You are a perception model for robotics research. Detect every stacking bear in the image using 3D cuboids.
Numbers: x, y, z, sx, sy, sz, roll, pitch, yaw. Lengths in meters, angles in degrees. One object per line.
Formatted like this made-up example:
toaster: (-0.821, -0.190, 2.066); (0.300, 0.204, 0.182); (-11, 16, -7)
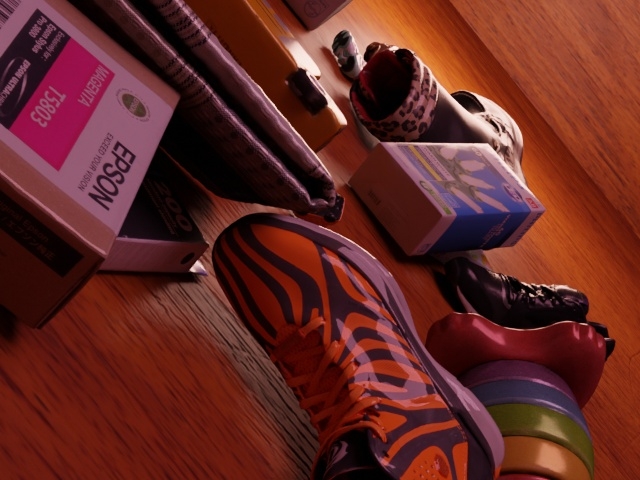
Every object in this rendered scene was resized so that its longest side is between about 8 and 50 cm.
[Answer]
stacking bear: (0.180, 0.226, 1.317); (0.289, 0.175, 0.164); (-85, 179, -50)

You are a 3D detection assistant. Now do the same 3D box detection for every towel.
towel: (-0.141, -0.152, 1.200); (0.324, 0.056, 0.312); (45, -10, -16)

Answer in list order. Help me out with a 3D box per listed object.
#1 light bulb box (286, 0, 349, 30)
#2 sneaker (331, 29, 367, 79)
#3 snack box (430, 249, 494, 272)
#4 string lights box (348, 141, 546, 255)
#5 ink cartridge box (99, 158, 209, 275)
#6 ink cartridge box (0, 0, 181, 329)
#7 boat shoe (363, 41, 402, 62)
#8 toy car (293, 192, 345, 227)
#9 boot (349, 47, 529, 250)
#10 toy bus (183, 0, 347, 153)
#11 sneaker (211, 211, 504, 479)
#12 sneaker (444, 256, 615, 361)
light bulb box: (0.076, -0.546, 2.241); (0.225, 0.361, 0.358); (49, 18, -6)
sneaker: (0.054, -0.273, 2.190); (0.069, 0.038, 0.098); (37, 32, -43)
snack box: (0.169, -0.007, 1.939); (0.141, 0.037, 0.100); (32, 27, -43)
string lights box: (0.168, -0.056, 1.854); (0.259, 0.077, 0.133); (-5, 50, -52)
ink cartridge box: (-0.178, -0.066, 1.177); (0.206, 0.045, 0.208); (56, 17, 16)
ink cartridge box: (-0.212, -0.083, 0.975); (0.193, 0.088, 0.235); (39, 29, -16)
boat shoe: (0.095, -0.285, 2.291); (0.060, 0.064, 0.178); (22, 14, 8)
toy car: (0.000, 0.000, 1.539); (0.040, 0.060, 0.122); (108, -22, -58)
boot: (0.174, -0.180, 2.153); (0.284, 0.138, 0.377); (42, 25, -28)
toy bus: (-0.105, -0.226, 1.568); (0.333, 0.108, 0.130); (52, 12, 2)
sneaker: (0.018, 0.121, 1.152); (0.321, 0.124, 0.180); (44, 29, -1)
sneaker: (0.281, 0.086, 1.891); (0.283, 0.124, 0.107); (40, 20, -33)
